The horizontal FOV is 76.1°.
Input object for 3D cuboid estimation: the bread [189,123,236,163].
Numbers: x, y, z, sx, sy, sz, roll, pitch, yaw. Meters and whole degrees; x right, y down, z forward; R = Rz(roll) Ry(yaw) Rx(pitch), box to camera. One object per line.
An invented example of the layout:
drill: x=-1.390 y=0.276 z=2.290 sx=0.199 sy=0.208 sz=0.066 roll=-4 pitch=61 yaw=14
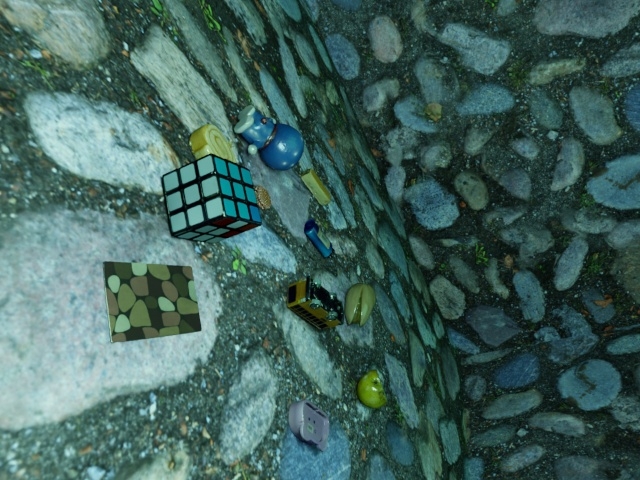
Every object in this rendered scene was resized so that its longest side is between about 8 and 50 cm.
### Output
bread: x=-0.297 y=-0.246 z=1.141 sx=0.149 sy=0.073 sz=0.122 roll=59 pitch=28 yaw=-24

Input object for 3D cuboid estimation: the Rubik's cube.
Rubik's cube: x=-0.263 y=-0.095 z=0.995 sx=0.162 sy=0.163 sz=0.160 roll=14 pitch=60 yaw=-67

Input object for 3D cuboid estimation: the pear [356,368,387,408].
pear: x=0.188 y=0.567 z=1.549 sx=0.141 sy=0.104 sz=0.140 roll=164 pitch=-90 yaw=-89

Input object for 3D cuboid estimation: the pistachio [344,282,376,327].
pistachio: x=0.164 y=0.266 z=1.706 sx=0.135 sy=0.136 sz=0.225 roll=57 pitch=33 yaw=-29

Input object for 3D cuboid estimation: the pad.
pad: x=-0.341 y=0.123 z=0.852 sx=0.235 sy=0.003 sz=0.158 roll=13 pitch=60 yaw=-63

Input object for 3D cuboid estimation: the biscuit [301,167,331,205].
biscuit: x=-0.018 y=-0.227 z=1.762 sx=0.188 sy=0.056 sz=0.052 roll=53 pitch=31 yaw=-38

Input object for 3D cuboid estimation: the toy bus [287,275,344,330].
toy bus: x=-0.014 y=0.215 z=1.357 sx=0.201 sy=0.114 sz=0.098 roll=43 pitch=35 yaw=-38

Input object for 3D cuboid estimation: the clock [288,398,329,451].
clock: x=-0.033 y=0.526 z=1.156 sx=0.152 sy=0.050 sz=0.109 roll=52 pitch=30 yaw=-36

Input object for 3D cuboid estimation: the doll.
doll: x=-0.180 y=-0.345 z=1.411 sx=0.257 sy=0.161 sz=0.215 roll=34 pitch=54 yaw=-30

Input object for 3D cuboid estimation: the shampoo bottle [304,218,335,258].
shampoo bottle: x=0.000 y=0.000 z=1.632 sx=0.183 sy=0.050 sz=0.087 roll=52 pitch=27 yaw=-36

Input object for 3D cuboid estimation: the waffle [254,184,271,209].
waffle: x=-0.190 y=-0.140 z=1.353 sx=0.083 sy=0.029 sz=0.075 roll=60 pitch=26 yaw=-29
